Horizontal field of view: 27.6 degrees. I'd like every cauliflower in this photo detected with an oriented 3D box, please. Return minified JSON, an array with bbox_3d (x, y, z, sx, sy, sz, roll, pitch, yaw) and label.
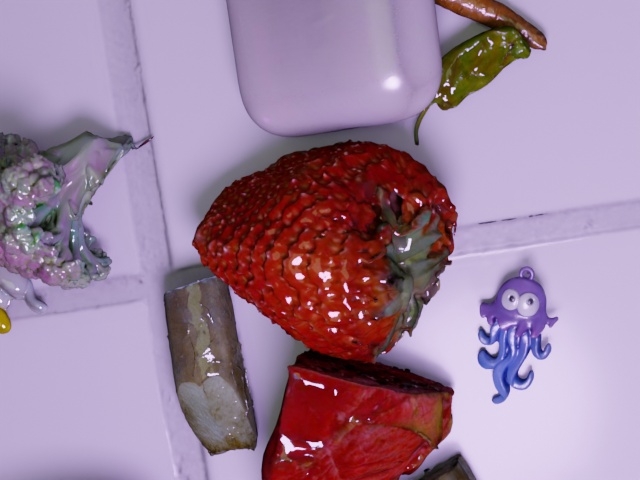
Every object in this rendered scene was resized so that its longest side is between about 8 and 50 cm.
[{"bbox_3d":[-0.373,-0.073,1.827,0.315,0.239,0.256,-43,44,-11],"label":"cauliflower"}]

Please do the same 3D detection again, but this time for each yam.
[{"bbox_3d":[-0.157,0.182,1.849,0.106,0.106,0.259,-10,90,7],"label":"yam"}]

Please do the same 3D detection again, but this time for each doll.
[{"bbox_3d":[0.271,0.134,1.812,0.110,0.067,0.206,11,105,15],"label":"doll"},{"bbox_3d":[-0.474,0.068,1.899,0.113,0.071,0.135,-27,85,0],"label":"doll"}]

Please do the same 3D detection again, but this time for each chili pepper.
[{"bbox_3d":[0.190,-0.228,1.795,0.204,0.073,0.072,-34,124,17],"label":"chili pepper"}]

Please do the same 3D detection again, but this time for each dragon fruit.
[{"bbox_3d":[0.023,0.281,1.821,0.302,0.240,0.330,14,119,-21],"label":"dragon fruit"}]

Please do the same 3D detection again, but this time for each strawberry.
[{"bbox_3d":[0.000,0.000,1.760,0.351,0.267,0.312,12,51,32],"label":"strawberry"}]

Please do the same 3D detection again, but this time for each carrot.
[{"bbox_3d":[0.231,-0.315,1.803,0.191,0.047,0.047,29,96,1],"label":"carrot"}]

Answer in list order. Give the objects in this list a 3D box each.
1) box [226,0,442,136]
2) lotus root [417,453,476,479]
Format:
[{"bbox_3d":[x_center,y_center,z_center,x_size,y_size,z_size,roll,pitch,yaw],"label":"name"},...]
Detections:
[{"bbox_3d":[0.012,-0.323,1.765,0.288,0.141,0.349,-7,93,20],"label":"box"},{"bbox_3d":[0.139,0.482,1.807,0.267,0.149,0.260,-30,89,11],"label":"lotus root"}]
